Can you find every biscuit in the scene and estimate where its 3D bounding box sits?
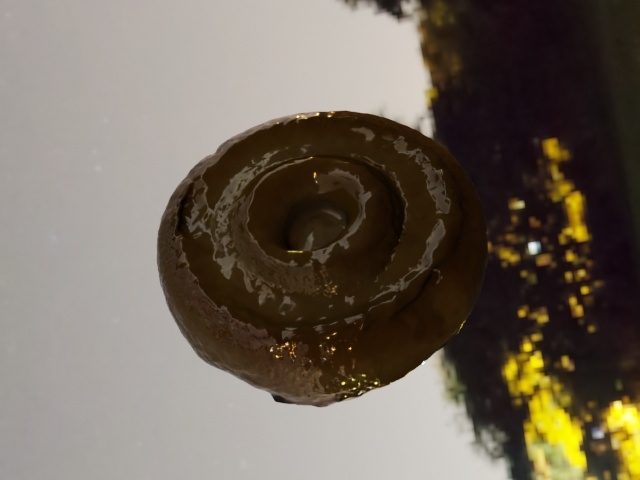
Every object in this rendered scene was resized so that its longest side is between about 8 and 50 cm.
[{"bbox_3d":[0.000,0.000,1.225,0.102,0.296,0.296,81,-173,-51],"label":"biscuit"}]
